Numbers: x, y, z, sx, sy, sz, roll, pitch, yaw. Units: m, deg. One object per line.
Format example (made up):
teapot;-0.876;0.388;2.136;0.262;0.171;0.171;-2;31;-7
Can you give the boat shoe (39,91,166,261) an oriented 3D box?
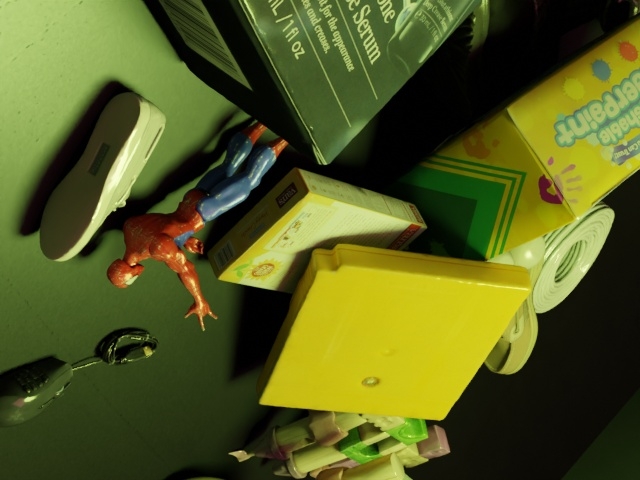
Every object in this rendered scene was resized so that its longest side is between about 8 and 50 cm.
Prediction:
boat shoe;-0.213;-0.059;1.065;0.063;0.066;0.184;20;96;-58

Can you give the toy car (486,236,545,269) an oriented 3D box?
toy car;0.256;-0.003;1.719;0.182;0.159;0.136;-28;106;-35

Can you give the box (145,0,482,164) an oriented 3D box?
box;0.026;-0.322;0.950;0.395;0.212;0.293;-48;150;-9

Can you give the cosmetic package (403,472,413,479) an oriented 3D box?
cosmetic package;0.078;0.551;2.058;0.224;0.138;0.225;-41;148;-18

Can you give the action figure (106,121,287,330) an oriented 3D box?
action figure;-0.112;-0.018;1.200;0.280;0.091;0.139;-39;132;-21

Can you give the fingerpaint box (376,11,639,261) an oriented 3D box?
fingerpaint box;0.329;-0.149;1.449;0.444;0.163;0.371;-34;-179;-28

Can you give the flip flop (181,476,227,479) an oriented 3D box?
flip flop;-0.133;0.421;1.582;0.277;0.080;0.112;17;123;-23

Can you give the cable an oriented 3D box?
cable;0.455;0.020;2.046;0.257;0.089;0.257;-47;150;-8

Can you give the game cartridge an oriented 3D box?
game cartridge;0.088;0.129;1.431;0.285;0.053;0.324;8;137;-15

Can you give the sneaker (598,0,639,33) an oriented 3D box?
sneaker;0.486;-0.349;1.704;0.106;0.078;0.234;-42;146;-11

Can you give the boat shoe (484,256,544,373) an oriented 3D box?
boat shoe;0.321;0.117;1.953;0.110;0.121;0.341;-26;132;-30

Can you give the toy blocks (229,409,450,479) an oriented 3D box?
toy blocks;0.037;0.318;1.719;0.260;0.309;0.288;-25;144;20

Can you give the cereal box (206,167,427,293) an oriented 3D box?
cereal box;0.000;0.000;1.345;0.173;0.047;0.240;-42;147;26

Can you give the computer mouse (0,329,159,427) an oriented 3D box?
computer mouse;-0.277;0.158;1.229;0.242;0.041;0.071;-21;138;-43

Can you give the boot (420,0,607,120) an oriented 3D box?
boot;0.237;-0.323;1.317;0.260;0.131;0.348;-39;160;-8
